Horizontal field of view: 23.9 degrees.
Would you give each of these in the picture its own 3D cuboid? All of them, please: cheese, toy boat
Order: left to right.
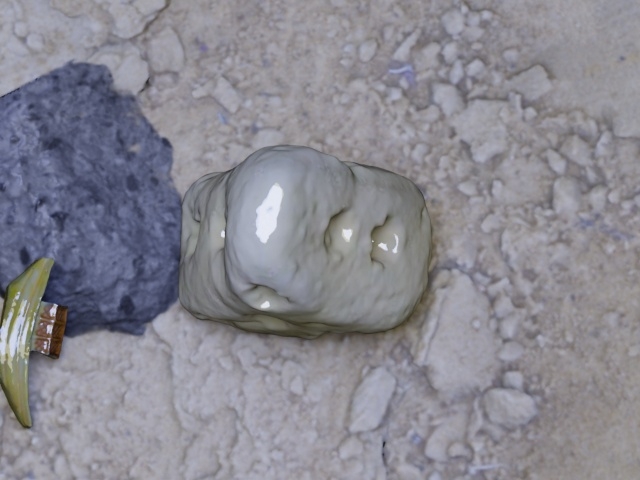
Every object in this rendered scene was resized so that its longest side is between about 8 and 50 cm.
[{"bbox_3d":[-0.292,0.101,1.518,0.066,0.065,0.172,11,78,-15],"label":"toy boat"},{"bbox_3d":[0.000,0.002,1.458,0.247,0.251,0.174,4,76,-13],"label":"cheese"}]
